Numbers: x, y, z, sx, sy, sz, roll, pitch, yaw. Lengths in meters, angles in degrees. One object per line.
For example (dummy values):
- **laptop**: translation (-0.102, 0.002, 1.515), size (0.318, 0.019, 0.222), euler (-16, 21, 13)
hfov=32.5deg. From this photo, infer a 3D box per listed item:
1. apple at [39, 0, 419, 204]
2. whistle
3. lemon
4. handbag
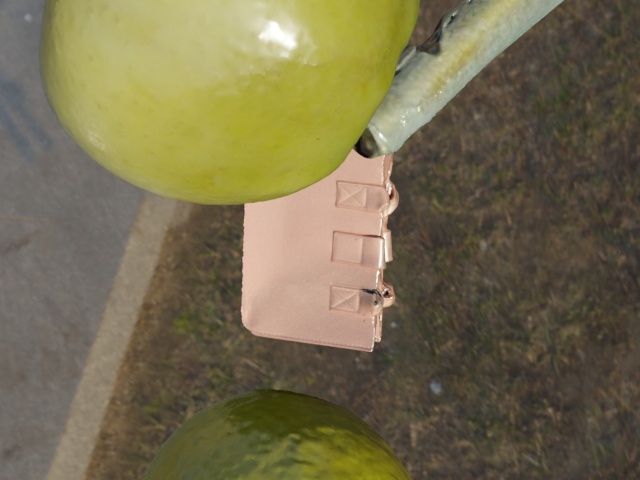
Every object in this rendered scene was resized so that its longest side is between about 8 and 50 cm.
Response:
- **apple**: translation (-0.067, -0.168, 0.818), size (0.254, 0.292, 0.292), euler (27, 74, -4)
- **whistle**: translation (0.146, -0.193, 1.007), size (0.326, 0.057, 0.068), euler (-42, 90, -17)
- **lemon**: translation (-0.018, 0.191, 0.645), size (0.184, 0.184, 0.248), euler (-35, 33, 2)
- **handbag**: translation (0.000, 0.000, 1.133), size (0.157, 0.059, 0.212), euler (6, 103, 16)
